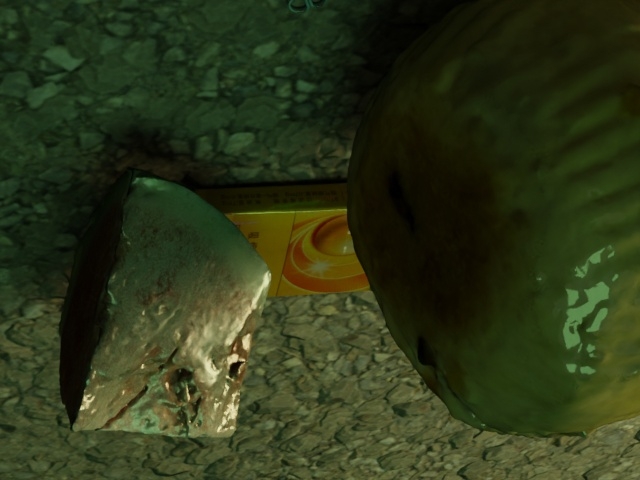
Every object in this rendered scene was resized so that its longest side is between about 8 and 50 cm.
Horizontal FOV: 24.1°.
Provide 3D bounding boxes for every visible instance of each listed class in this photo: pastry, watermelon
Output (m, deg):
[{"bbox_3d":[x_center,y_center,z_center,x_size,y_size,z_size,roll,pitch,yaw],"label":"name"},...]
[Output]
[{"bbox_3d":[0.211,-0.026,1.287,0.312,0.388,0.388,-15,149,-28],"label":"pastry"},{"bbox_3d":[-0.176,0.078,1.412,0.193,0.232,0.310,8,136,-40],"label":"watermelon"}]

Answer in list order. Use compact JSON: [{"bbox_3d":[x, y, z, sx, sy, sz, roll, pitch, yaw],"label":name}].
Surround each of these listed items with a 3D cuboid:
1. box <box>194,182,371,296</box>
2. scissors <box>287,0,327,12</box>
[{"bbox_3d":[0.000,0.000,1.519,0.269,0.043,0.152,-3,145,-14],"label":"box"},{"bbox_3d":[-0.018,-0.218,1.242,0.036,0.006,0.083,-16,145,6],"label":"scissors"}]
